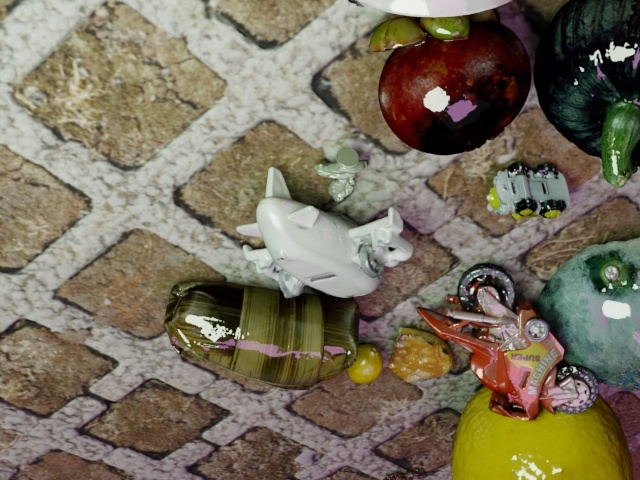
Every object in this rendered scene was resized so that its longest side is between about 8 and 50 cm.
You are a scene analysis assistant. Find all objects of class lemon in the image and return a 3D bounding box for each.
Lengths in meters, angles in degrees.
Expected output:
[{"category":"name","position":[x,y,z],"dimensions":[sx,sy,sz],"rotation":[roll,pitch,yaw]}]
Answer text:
[{"category":"lemon","position":[0.376,0.384,1.578],"dimensions":[0.336,0.336,0.336],"rotation":[-7,137,-6]},{"category":"lemon","position":[0.072,0.202,1.514],"dimensions":[0.062,0.062,0.083],"rotation":[9,134,-21]}]

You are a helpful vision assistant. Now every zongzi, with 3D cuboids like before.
[{"category":"zongzi","position":[-0.100,0.162,1.410],"dimensions":[0.286,0.134,0.288],"rotation":[11,156,-8]}]

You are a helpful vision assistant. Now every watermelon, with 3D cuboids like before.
[{"category":"watermelon","position":[0.495,0.102,1.415],"dimensions":[0.322,0.188,0.175],"rotation":[-32,135,18]}]

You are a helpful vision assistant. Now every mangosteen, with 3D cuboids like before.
[{"category":"mangosteen","position":[0.145,-0.197,1.046],"dimensions":[0.200,0.200,0.200],"rotation":[-7,137,-6]}]

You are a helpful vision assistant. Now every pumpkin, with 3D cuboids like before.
[{"category":"pumpkin","position":[0.361,-0.168,1.042],"dimensions":[0.248,0.248,0.248],"rotation":[-7,137,-6]}]

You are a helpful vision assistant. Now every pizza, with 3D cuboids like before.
[{"category":"pizza","position":[0.162,0.191,1.543],"dimensions":[0.099,0.035,0.160],"rotation":[-36,132,23]}]

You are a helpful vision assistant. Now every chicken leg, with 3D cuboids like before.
[{"category":"chicken leg","position":[0.167,0.479,1.858],"dimensions":[0.083,0.021,0.036],"rotation":[-11,128,-2]}]

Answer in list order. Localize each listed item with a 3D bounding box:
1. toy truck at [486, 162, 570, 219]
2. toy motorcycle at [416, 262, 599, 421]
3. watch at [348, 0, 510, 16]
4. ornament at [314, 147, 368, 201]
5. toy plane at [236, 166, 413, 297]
[{"category":"toy truck","position":[0.285,-0.060,1.288],"dimensions":[0.111,0.076,0.077],"rotation":[1,155,-13]},{"category":"toy motorcycle","position":[0.296,0.176,1.436],"dimensions":[0.171,0.089,0.298],"rotation":[-38,97,20]},{"category":"watch","position":[0.131,-0.300,0.880],"dimensions":[0.248,0.217,0.211],"rotation":[-6,132,-5]},{"category":"ornament","position":[0.029,-0.091,1.207],"dimensions":[0.068,0.041,0.092],"rotation":[-15,155,15]},{"category":"toy plane","position":[0.000,0.004,1.244],"dimensions":[0.252,0.118,0.252],"rotation":[4,154,2]}]
